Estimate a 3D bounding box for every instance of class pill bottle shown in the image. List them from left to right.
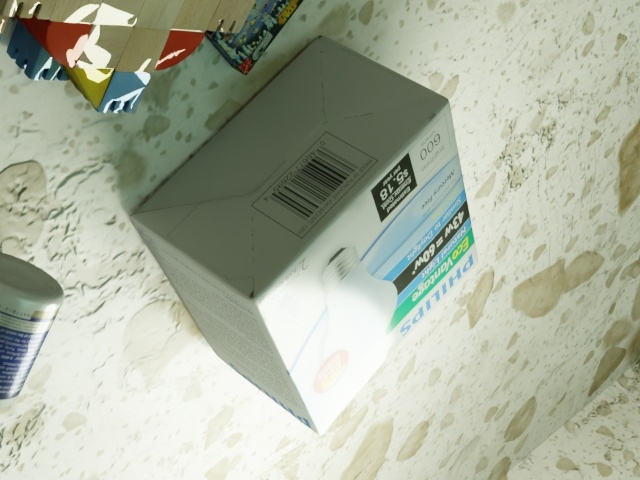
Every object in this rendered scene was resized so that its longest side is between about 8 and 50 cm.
[{"bbox_3d":[-0.358,0.115,1.152,0.112,0.112,0.187,11,109,-57],"label":"pill bottle"}]

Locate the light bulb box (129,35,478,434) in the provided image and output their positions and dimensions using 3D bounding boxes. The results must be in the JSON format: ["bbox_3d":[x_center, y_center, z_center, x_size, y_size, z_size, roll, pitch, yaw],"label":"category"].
[{"bbox_3d":[0.000,0.000,1.431,0.358,0.225,0.361,-46,147,-17],"label":"light bulb box"}]

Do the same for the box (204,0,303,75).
[{"bbox_3d":[-0.074,-0.272,1.266,0.137,0.027,0.094,-54,150,-4],"label":"box"}]

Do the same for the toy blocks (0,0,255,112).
[{"bbox_3d":[-0.196,-0.239,1.018,0.381,0.191,0.261,-9,137,-50],"label":"toy blocks"}]
